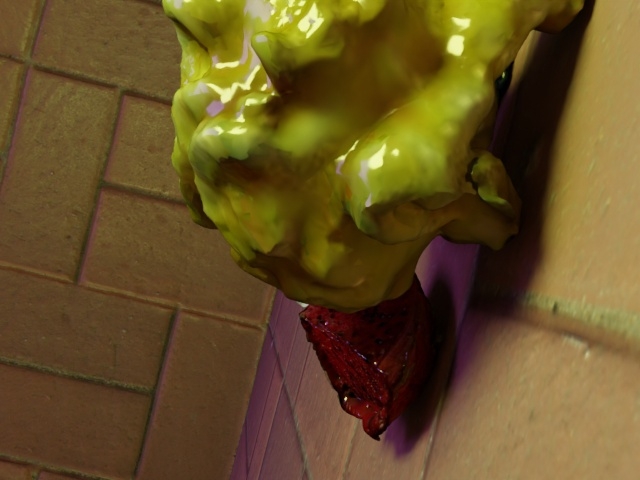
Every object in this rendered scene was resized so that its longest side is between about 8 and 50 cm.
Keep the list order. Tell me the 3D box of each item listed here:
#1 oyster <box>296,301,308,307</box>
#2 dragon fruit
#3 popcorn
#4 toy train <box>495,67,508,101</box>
[{"bbox_3d":[-0.003,-0.001,1.570,0.252,0.087,0.199,-106,40,-65],"label":"oyster"},{"bbox_3d":[0.068,0.099,0.767,0.127,0.120,0.161,-37,28,-14],"label":"dragon fruit"},{"bbox_3d":[0.014,-0.108,0.658,0.321,0.290,0.326,132,130,-56],"label":"popcorn"},{"bbox_3d":[0.144,-0.140,0.763,0.053,0.033,0.083,-75,3,-46],"label":"toy train"}]
